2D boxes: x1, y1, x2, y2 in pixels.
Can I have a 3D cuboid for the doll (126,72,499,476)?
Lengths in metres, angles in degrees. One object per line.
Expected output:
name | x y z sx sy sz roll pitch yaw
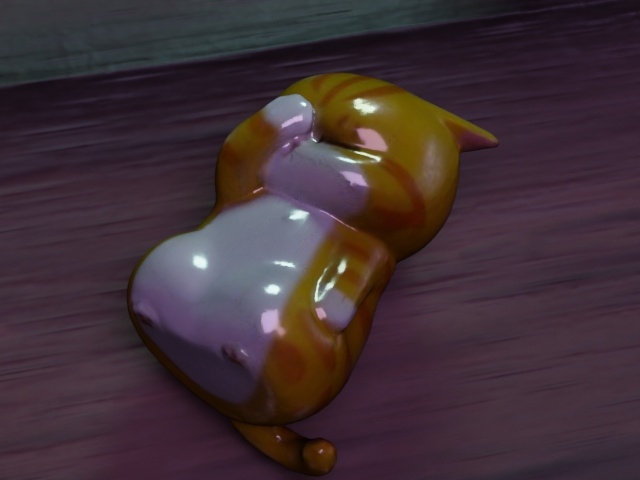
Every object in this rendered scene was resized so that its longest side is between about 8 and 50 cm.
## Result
doll | -0.010 0.002 1.261 0.166 0.162 0.269 26 79 27
